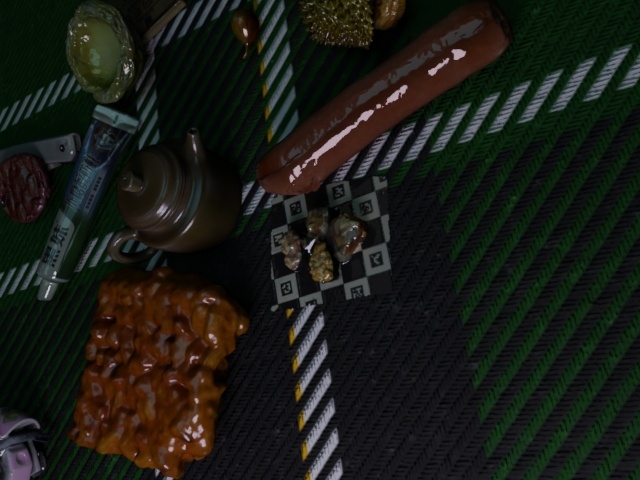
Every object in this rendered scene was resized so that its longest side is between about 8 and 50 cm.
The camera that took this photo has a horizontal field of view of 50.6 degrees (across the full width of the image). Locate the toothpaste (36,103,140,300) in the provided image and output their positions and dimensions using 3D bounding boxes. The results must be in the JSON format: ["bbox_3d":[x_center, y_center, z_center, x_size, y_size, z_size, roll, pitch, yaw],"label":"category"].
[{"bbox_3d":[-0.455,-0.066,1.288,0.099,0.061,0.392,22,92,9],"label":"toothpaste"}]

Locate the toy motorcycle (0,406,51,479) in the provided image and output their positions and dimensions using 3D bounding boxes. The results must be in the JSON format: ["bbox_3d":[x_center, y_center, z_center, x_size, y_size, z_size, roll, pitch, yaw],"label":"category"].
[{"bbox_3d":[-0.551,0.435,1.200,0.188,0.143,0.327,-36,71,21],"label":"toy motorcycle"}]

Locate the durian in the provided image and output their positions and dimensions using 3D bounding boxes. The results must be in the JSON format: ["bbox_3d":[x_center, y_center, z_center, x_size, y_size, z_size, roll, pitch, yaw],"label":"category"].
[{"bbox_3d":[0.008,-0.367,1.015,0.208,0.102,0.146,-131,33,-58],"label":"durian"}]

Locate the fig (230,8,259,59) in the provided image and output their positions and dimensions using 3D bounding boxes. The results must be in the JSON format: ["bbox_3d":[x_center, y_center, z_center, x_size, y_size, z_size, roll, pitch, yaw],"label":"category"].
[{"bbox_3d":[-0.129,-0.351,1.155,0.050,0.050,0.083,10,103,33],"label":"fig"}]

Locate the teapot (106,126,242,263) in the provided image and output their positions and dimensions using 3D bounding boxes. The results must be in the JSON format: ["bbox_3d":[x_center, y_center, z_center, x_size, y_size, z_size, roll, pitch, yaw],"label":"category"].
[{"bbox_3d":[-0.256,-0.067,1.098,0.267,0.175,0.185,-52,56,13],"label":"teapot"}]

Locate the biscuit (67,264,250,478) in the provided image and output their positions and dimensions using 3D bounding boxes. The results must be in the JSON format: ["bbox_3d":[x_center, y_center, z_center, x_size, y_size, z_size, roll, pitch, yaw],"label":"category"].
[{"bbox_3d":[-0.263,0.199,1.084,0.318,0.110,0.312,5,81,33],"label":"biscuit"}]

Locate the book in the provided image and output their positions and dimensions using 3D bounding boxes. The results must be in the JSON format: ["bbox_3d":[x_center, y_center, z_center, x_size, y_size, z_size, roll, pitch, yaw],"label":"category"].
[{"bbox_3d":[-0.359,-0.497,1.339,0.161,0.026,0.230,-35,64,21],"label":"book"}]

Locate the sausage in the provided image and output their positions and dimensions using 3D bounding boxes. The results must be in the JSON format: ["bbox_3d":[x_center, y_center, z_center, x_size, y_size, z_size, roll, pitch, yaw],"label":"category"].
[{"bbox_3d":[0.078,-0.190,0.960,0.419,0.094,0.094,-34,22,23],"label":"sausage"}]

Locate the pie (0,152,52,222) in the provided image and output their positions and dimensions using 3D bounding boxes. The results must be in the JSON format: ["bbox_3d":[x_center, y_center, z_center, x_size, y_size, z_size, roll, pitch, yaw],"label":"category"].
[{"bbox_3d":[-0.608,-0.109,1.390,0.154,0.038,0.153,5,100,28],"label":"pie"}]

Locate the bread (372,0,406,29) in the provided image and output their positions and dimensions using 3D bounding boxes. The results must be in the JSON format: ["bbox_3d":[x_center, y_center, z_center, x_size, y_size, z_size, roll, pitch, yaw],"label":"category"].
[{"bbox_3d":[0.091,-0.367,1.001,0.083,0.044,0.110,124,133,-59],"label":"bread"}]

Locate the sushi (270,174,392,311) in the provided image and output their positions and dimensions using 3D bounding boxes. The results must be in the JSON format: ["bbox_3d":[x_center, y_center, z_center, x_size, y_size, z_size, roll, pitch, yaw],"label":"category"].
[{"bbox_3d":[0.000,0.000,0.999,0.210,0.040,0.192,-9,75,30],"label":"sushi"}]

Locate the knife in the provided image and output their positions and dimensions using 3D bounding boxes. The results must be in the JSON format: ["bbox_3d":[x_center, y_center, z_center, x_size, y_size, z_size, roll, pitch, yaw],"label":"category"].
[{"bbox_3d":[-0.594,-0.173,1.414,0.266,0.041,0.073,-8,87,31],"label":"knife"}]

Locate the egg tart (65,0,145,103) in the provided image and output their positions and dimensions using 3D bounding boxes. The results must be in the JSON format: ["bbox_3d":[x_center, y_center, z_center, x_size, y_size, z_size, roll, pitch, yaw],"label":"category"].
[{"bbox_3d":[-0.399,-0.359,1.276,0.197,0.078,0.197,14,115,32],"label":"egg tart"}]
